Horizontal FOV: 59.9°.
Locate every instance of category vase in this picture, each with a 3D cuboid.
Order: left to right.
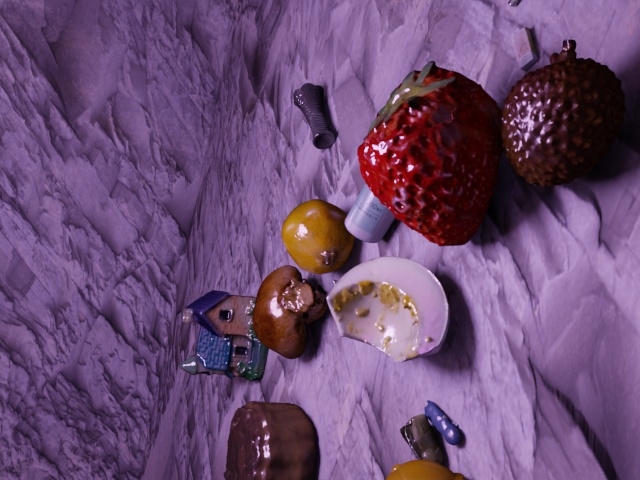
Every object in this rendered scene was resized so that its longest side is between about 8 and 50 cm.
[{"bbox_3d":[-0.016,-0.409,1.851,0.115,0.115,0.237,-53,39,39],"label":"vase"}]

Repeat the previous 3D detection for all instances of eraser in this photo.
[{"bbox_3d":[0.411,-0.386,1.119,0.038,0.019,0.083,-37,48,50],"label":"eraser"}]

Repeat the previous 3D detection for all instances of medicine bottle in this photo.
[{"bbox_3d":[0.181,-0.160,1.361,0.351,0.110,0.110,-62,31,27],"label":"medicine bottle"}]

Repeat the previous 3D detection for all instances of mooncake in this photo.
[{"bbox_3d":[-0.153,0.622,1.594,0.324,0.187,0.324,-37,47,55],"label":"mooncake"}]

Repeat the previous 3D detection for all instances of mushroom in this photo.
[{"bbox_3d":[-0.099,0.205,1.652,0.283,0.195,0.263,-49,33,43],"label":"mushroom"}]

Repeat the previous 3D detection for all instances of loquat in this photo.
[{"bbox_3d":[0.000,0.000,1.544,0.213,0.213,0.246,-64,27,24],"label":"loquat"}]

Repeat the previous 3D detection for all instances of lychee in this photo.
[{"bbox_3d":[0.391,-0.205,0.907,0.200,0.200,0.238,15,99,63],"label":"lychee"}]

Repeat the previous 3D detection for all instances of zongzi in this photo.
[{"bbox_3d":[0.206,0.428,1.153,0.119,0.055,0.109,109,145,-55],"label":"zongzi"}]

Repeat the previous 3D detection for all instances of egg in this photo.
[{"bbox_3d":[0.167,0.160,1.211,0.271,0.161,0.206,24,65,30],"label":"egg"}]

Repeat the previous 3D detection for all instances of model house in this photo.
[{"bbox_3d":[-0.351,0.334,1.978,0.245,0.280,0.312,3,83,62],"label":"model house"}]

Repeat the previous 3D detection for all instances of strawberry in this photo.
[{"bbox_3d":[0.235,-0.157,1.063,0.291,0.310,0.292,-52,4,5],"label":"strawberry"}]

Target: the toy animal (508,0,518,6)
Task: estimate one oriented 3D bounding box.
[{"bbox_3d":[0.402,-0.620,1.165,0.170,0.090,0.255,-29,57,51],"label":"toy animal"}]

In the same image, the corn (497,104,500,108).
[{"bbox_3d":[0.304,-0.226,1.204,0.206,0.067,0.067,-47,40,43],"label":"corn"}]

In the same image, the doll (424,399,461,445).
[{"bbox_3d":[0.244,0.366,1.123,0.037,0.027,0.125,-70,25,13],"label":"doll"}]

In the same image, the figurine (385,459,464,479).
[{"bbox_3d":[0.196,0.529,0.998,0.192,0.167,0.256,-39,47,32],"label":"figurine"}]
